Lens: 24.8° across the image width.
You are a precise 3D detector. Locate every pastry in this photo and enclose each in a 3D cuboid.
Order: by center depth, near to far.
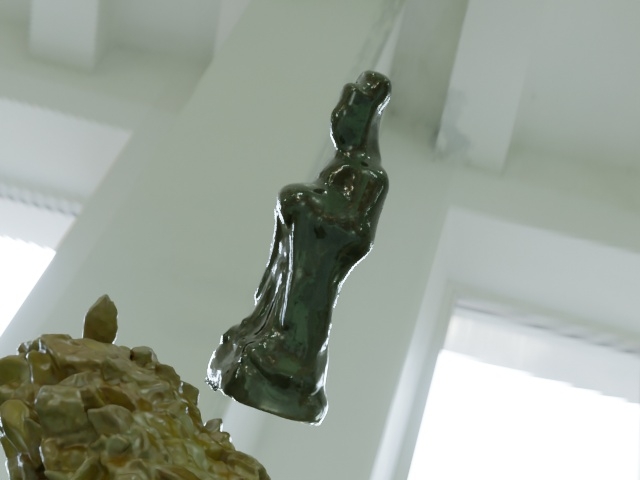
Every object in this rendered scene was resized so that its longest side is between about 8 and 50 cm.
[{"bbox_3d":[-0.098,0.135,0.812,0.154,0.250,0.102,18,-70,-34],"label":"pastry"}]

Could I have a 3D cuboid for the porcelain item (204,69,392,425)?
[{"bbox_3d":[0.000,0.000,0.879,0.069,0.081,0.216,19,-87,-19],"label":"porcelain item"}]
